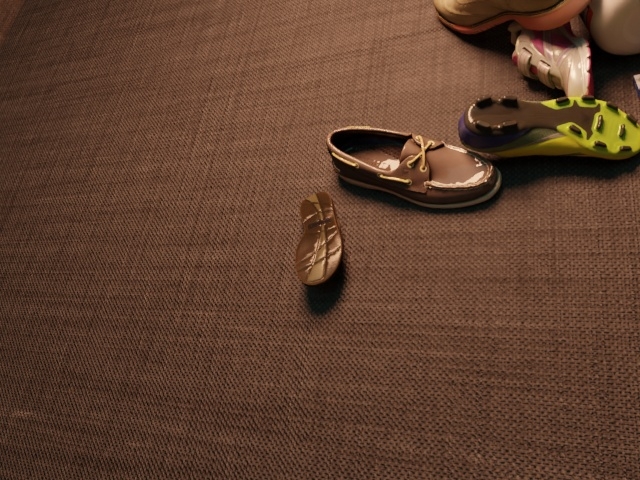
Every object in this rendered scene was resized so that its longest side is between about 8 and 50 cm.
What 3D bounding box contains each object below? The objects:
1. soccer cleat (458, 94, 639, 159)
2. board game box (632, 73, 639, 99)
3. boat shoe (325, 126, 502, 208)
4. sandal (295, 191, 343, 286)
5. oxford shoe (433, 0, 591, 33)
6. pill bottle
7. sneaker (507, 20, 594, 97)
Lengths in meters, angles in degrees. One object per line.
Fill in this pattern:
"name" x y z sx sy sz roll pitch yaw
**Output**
"soccer cleat" 0.375 -0.180 0.888 0.289 0.121 0.093 8 76 6
"board game box" 0.574 -0.244 0.874 0.090 0.020 0.090 -12 60 19
"boat shoe" 0.158 -0.141 0.966 0.324 0.097 0.116 16 73 30
"sandal" 0.000 0.000 0.996 0.090 0.060 0.219 -16 45 10
"oxford shoe" 0.312 -0.477 0.969 0.140 0.146 0.397 -55 28 2
"pill bottle" 0.516 -0.493 0.930 0.181 0.181 0.323 -17 59 16
"sneaker" 0.407 -0.320 0.950 0.111 0.103 0.252 -19 52 20
